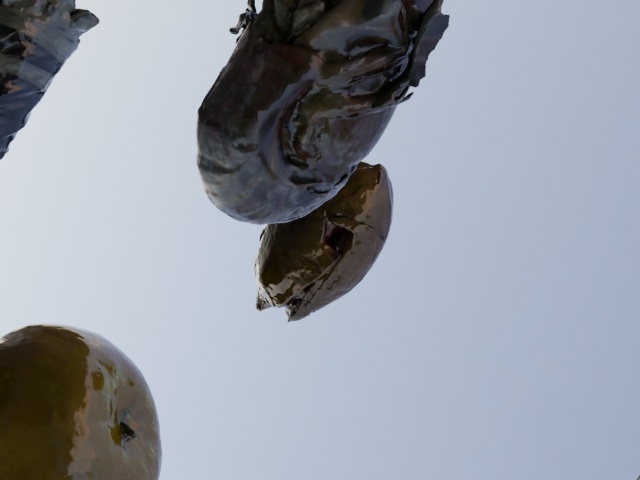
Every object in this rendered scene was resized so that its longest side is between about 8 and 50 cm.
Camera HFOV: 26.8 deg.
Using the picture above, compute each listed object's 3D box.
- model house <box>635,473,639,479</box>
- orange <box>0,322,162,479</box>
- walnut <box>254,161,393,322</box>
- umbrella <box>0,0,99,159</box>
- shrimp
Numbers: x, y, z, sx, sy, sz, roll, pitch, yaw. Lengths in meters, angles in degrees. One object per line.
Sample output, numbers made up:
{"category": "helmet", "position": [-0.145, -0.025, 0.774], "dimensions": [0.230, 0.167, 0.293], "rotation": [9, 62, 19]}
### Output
{"category": "model house", "position": [0.273, 0.190, 0.814], "dimensions": [0.175, 0.193, 0.234], "rotation": [-50, 165, -22]}
{"category": "orange", "position": [-0.315, 0.234, 1.564], "dimensions": [0.235, 0.279, 0.279], "rotation": [-14, -140, 20]}
{"category": "walnut", "position": [0.000, 0.000, 1.636], "dimensions": [0.245, 0.137, 0.137], "rotation": [-47, -154, 25]}
{"category": "umbrella", "position": [-0.303, -0.077, 1.060], "dimensions": [0.106, 0.113, 0.358], "rotation": [5, -121, 38]}
{"category": "shrimp", "position": [0.013, -0.167, 0.904], "dimensions": [0.343, 0.145, 0.116], "rotation": [-64, -155, 11]}
